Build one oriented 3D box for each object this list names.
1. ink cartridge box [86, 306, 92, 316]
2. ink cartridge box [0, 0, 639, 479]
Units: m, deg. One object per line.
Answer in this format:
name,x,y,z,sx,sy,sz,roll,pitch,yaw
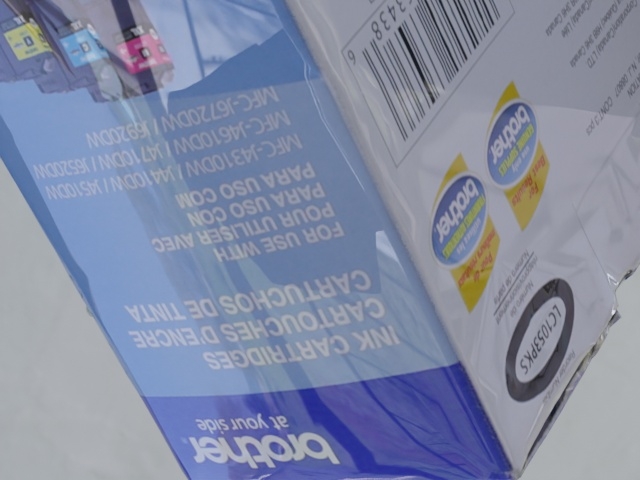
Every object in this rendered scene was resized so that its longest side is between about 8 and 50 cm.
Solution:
ink cartridge box,0.000,0.000,0.985,0.212,0.093,0.154,22,-102,-38
ink cartridge box,0.012,-0.093,0.664,0.270,0.151,0.395,-51,-59,-44
